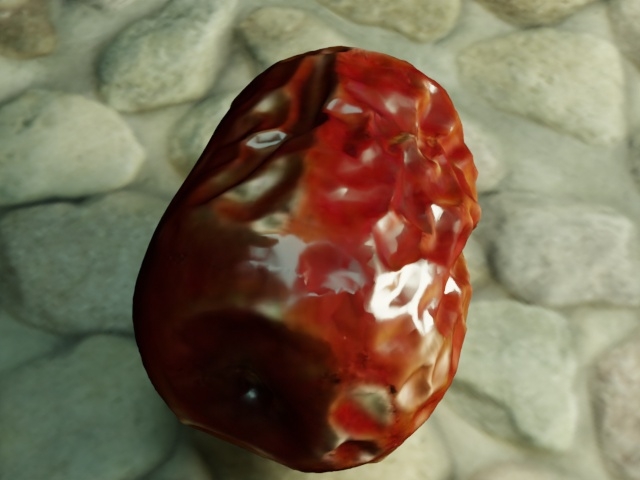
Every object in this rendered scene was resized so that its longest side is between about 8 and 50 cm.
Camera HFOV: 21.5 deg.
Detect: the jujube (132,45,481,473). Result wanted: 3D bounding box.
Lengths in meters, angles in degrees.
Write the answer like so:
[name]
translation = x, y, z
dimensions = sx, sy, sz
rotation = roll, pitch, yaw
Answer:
[jujube]
translation = 0.000, 0.000, 0.809
dimensions = 0.155, 0.155, 0.230
rotation = 6, 47, 10
